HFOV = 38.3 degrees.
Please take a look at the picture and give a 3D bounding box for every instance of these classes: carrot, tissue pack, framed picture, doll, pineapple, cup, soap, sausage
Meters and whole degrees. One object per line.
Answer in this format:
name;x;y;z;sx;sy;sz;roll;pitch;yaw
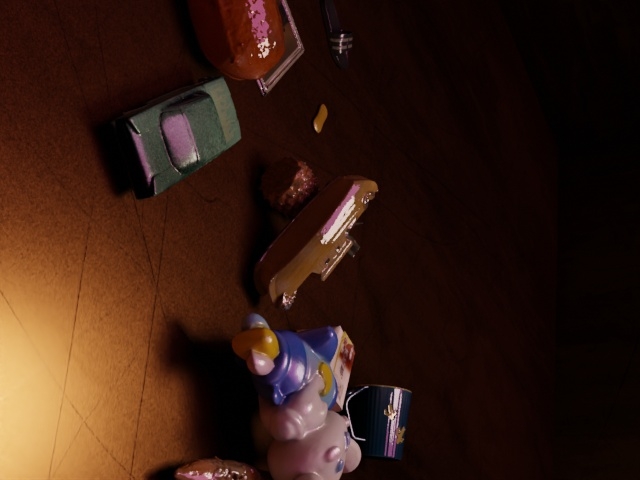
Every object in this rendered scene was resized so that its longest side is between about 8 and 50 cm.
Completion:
carrot;-0.160;0.405;1.515;0.263;0.102;0.102;36;51;-51
tissue pack;-0.003;0.260;1.848;0.099;0.106;0.149;57;36;-39
framed picture;-0.107;-0.441;1.943;0.197;0.014;0.252;68;29;-26
doll;-0.028;0.287;1.610;0.376;0.187;0.365;143;-71;-83
pineapple;-0.019;-0.056;1.900;0.130;0.119;0.277;-47;136;0
cup;0.116;0.404;2.046;0.176;0.131;0.155;15;71;-30
soap;0.000;-0.280;2.111;0.034;0.012;0.089;62;33;-35
sausage;-0.156;-0.423;1.683;0.141;0.153;0.268;-25;106;-40

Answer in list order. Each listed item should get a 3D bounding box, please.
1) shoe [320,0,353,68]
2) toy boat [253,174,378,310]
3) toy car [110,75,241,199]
shoe;0.049;-0.505;2.230;0.071;0.049;0.179;-42;120;-58
toy boat;0.000;0.000;1.794;0.321;0.089;0.121;-49;135;-15
toy car;-0.224;-0.179;1.539;0.320;0.097;0.141;-45;123;-58
